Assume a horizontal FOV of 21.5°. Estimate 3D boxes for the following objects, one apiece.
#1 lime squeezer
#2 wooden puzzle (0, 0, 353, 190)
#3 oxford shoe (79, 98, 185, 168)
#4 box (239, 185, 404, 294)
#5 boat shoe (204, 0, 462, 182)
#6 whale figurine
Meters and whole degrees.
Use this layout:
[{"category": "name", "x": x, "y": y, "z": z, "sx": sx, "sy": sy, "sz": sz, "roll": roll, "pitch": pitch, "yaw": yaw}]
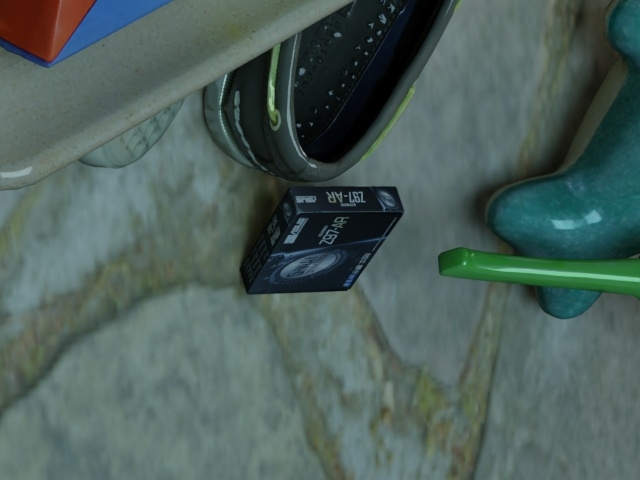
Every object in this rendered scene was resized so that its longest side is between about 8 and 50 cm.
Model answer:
[{"category": "lime squeezer", "x": 0.210, "y": 0.048, "z": 0.996, "sx": 0.110, "sy": 0.058, "sz": 0.310, "roll": -36, "pitch": 142, "yaw": 28}, {"category": "wooden puzzle", "x": -0.059, "y": -0.230, "z": 0.684, "sx": 0.322, "sy": 0.080, "sz": 0.347, "roll": -33, "pitch": 125, "yaw": -27}, {"category": "oxford shoe", "x": -0.122, "y": -0.254, "z": 0.792, "sx": 0.130, "sy": 0.169, "sz": 0.449, "roll": 6, "pitch": 114, "yaw": 17}, {"category": "box", "x": 0.000, "y": 0.000, "z": 0.939, "sx": 0.067, "sy": 0.018, "sz": 0.083, "roll": -1, "pitch": 147, "yaw": -27}, {"category": "boat shoe", "x": 0.041, "y": -0.171, "z": 0.904, "sx": 0.109, "sy": 0.091, "sz": 0.305, "roll": 25, "pitch": 91, "yaw": -29}, {"category": "whale figurine", "x": 0.234, "y": -0.055, "z": 1.000, "sx": 0.272, "sy": 0.141, "sz": 0.216, "roll": -37, "pitch": 121, "yaw": -4}]
